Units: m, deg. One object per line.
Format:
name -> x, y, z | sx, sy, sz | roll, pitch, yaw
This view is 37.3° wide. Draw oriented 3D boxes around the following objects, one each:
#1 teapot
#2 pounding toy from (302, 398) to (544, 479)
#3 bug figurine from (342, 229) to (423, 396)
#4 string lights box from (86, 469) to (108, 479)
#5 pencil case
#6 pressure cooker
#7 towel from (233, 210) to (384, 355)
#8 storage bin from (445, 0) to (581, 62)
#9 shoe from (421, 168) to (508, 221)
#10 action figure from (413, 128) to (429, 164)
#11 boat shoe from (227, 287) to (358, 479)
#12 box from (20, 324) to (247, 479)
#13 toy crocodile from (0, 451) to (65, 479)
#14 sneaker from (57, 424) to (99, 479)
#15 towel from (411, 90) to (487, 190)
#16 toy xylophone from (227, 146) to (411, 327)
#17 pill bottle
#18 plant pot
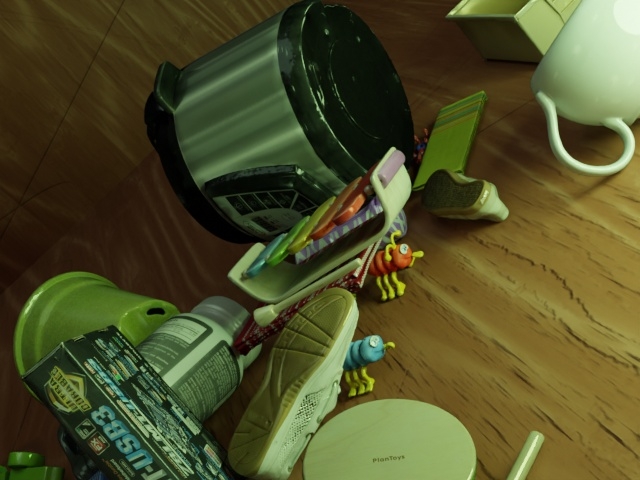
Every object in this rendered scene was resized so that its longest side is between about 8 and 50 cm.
teapot -> 0.416, -0.243, 1.277 | 0.252, 0.187, 0.256 | -41, -15, -52
pounding toy -> 0.102, 0.273, 1.003 | 0.236, 0.110, 0.183 | 8, 36, 26
bug figurine -> 0.043, 0.111, 1.397 | 0.216, 0.072, 0.279 | -26, 28, 36
string lights box -> -0.360, 0.445, 1.468 | 0.259, 0.077, 0.133 | -40, 22, 6
pencil case -> 0.045, -0.004, 1.582 | 0.206, 0.088, 0.086 | -30, 28, 28
pressure cooker -> -0.085, -0.189, 1.708 | 0.420, 0.370, 0.375 | -21, 5, 31
towel -> -0.009, 0.065, 1.465 | 0.275, 0.031, 0.199 | -33, 17, 35
storage bin -> 0.408, -0.451, 1.727 | 0.260, 0.123, 0.262 | -45, 22, -5
shoe -> 0.216, -0.062, 1.452 | 0.077, 0.058, 0.219 | -64, 19, 1
action figure -> 0.184, -0.166, 1.722 | 0.038, 0.030, 0.115 | -30, 27, 19
boat shoe -> -0.020, 0.197, 1.276 | 0.098, 0.096, 0.277 | 23, 80, 50
box -> -0.218, 0.243, 1.195 | 0.073, 0.295, 0.293 | -42, 1, 0
toy crocodile -> -0.569, 0.467, 1.765 | 0.340, 0.105, 0.115 | -22, 58, 40
sneaker -> -0.390, 0.351, 1.686 | 0.130, 0.087, 0.227 | -46, 25, -11
towel -> 0.228, -0.174, 1.659 | 0.102, 0.021, 0.237 | -22, 30, 36
toy xylophone -> 0.000, 0.000, 1.367 | 0.322, 0.081, 0.236 | -35, 10, 24
pill bottle -> -0.221, 0.213, 1.490 | 0.162, 0.162, 0.278 | -22, 13, 42
plant pot -> -0.382, 0.195, 1.764 | 0.254, 0.276, 0.276 | -2, 45, 43
